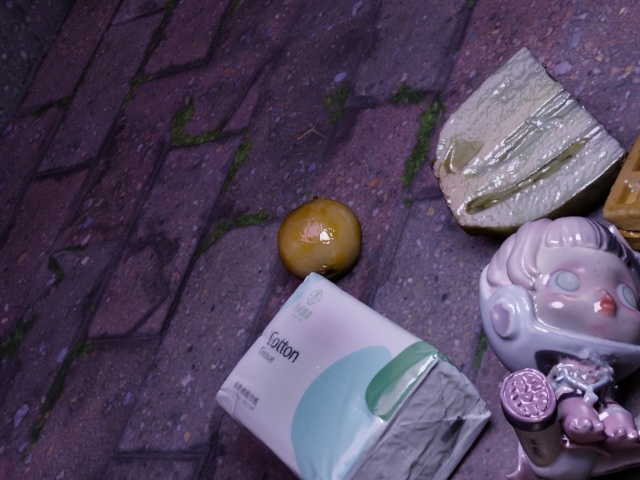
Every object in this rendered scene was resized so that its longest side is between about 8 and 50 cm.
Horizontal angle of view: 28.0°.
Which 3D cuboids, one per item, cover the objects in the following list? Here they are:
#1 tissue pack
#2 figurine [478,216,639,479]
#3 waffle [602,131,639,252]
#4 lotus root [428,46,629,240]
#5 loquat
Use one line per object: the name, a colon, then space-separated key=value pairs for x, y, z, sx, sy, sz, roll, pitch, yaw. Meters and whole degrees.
tissue pack: x=0.041 y=0.239 z=1.878 sx=0.266 sy=0.194 sz=0.356 roll=-52 pitch=36 yaw=-5
figurine: x=0.314 y=0.135 z=1.676 sx=0.211 sy=0.253 sz=0.361 roll=-34 pitch=43 yaw=43
waffle: x=0.551 y=-0.130 z=1.787 sx=0.224 sy=0.098 sz=0.328 roll=2 pitch=53 yaw=46
lotus root: x=0.319 y=-0.108 z=1.982 sx=0.260 sy=0.149 sz=0.267 roll=-43 pitch=54 yaw=11
loquat: x=0.000 y=0.000 z=2.193 sx=0.163 sy=0.137 sz=0.163 roll=-31 pitch=48 yaw=41
